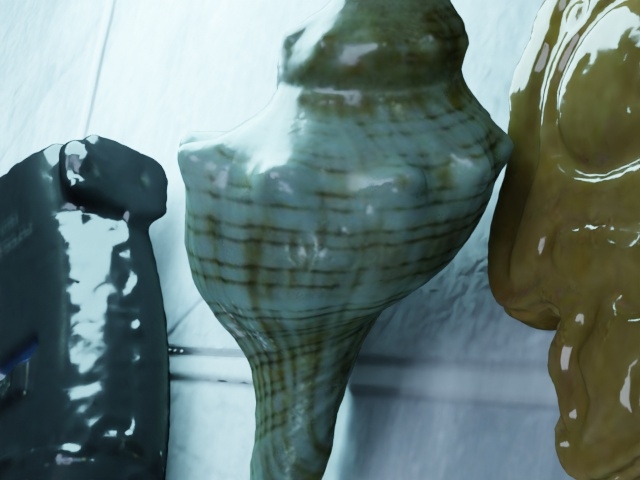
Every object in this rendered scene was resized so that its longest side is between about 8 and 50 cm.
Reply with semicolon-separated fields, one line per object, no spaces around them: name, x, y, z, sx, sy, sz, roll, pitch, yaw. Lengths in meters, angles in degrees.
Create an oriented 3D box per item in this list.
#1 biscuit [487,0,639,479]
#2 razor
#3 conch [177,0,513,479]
biscuit;0.187;-0.059;0.700;0.269;0.051;0.376;14;87;54
razor;-0.186;0.089;1.042;0.189;0.107;0.327;-31;52;40
conch;-0.012;-0.008;0.811;0.386;0.169;0.203;-60;0;20
